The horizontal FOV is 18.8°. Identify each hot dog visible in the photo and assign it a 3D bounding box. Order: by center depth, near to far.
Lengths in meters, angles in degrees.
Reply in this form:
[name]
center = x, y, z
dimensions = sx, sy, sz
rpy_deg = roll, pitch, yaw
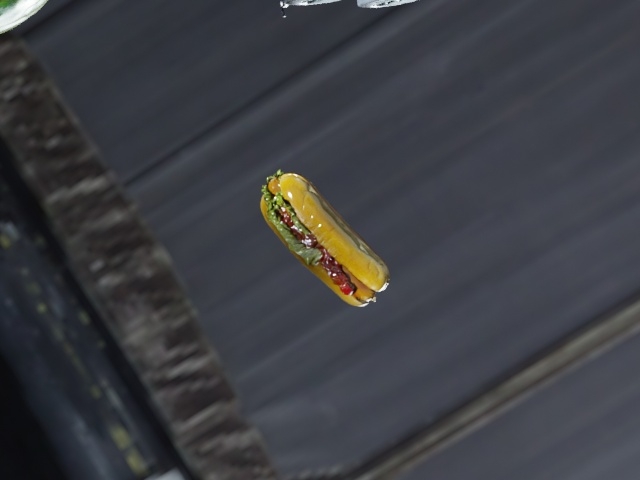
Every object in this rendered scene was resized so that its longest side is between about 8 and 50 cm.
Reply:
[hot dog]
center = 0.000, 0.000, 0.977
dimensions = 0.083, 0.037, 0.021
rpy_deg = 44, -143, -2

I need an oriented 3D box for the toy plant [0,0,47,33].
[toy plant]
center = -0.212, -0.273, 1.146
dimensions = 0.224, 0.316, 0.184
rpy_deg = 14, -128, -17

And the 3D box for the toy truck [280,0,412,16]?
[toy truck]
center = 0.052, -0.258, 1.378
dimensions = 0.363, 0.178, 0.176
rpy_deg = -8, -90, -73
